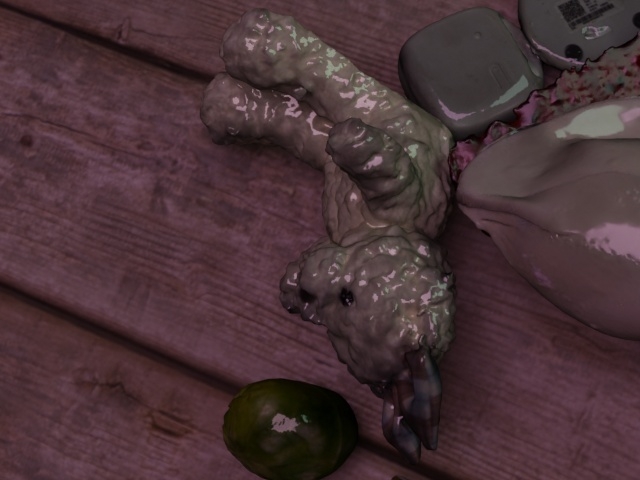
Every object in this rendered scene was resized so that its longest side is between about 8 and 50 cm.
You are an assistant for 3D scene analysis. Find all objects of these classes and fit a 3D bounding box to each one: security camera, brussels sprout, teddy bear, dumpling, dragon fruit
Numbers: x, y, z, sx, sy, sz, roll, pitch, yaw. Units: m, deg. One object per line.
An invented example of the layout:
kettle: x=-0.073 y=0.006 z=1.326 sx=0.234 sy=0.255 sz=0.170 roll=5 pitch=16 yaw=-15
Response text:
security camera: x=0.238 y=-0.220 z=1.766 sx=0.301 sy=0.080 sz=0.157 roll=-27 pitch=70 yaw=-2
brussels sprout: x=-0.035 y=0.211 z=1.711 sx=0.155 sy=0.155 sz=0.118 roll=-6 pitch=78 yaw=14
teddy bear: x=0.000 y=0.000 z=1.654 sx=0.375 sy=0.327 sz=0.362 roll=25 pitch=60 yaw=-4
dumpling: x=0.327 y=-0.025 z=1.562 sx=0.341 sy=0.181 sz=0.260 roll=16 pitch=56 yaw=35
dragon fruit: x=0.325 y=-0.066 z=1.683 sx=0.343 sy=0.100 sz=0.282 roll=-30 pitch=88 yaw=-7

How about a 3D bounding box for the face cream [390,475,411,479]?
face cream: x=0.076 y=0.409 z=1.675 sx=0.139 sy=0.067 sz=0.285 roll=25 pitch=86 yaw=21
